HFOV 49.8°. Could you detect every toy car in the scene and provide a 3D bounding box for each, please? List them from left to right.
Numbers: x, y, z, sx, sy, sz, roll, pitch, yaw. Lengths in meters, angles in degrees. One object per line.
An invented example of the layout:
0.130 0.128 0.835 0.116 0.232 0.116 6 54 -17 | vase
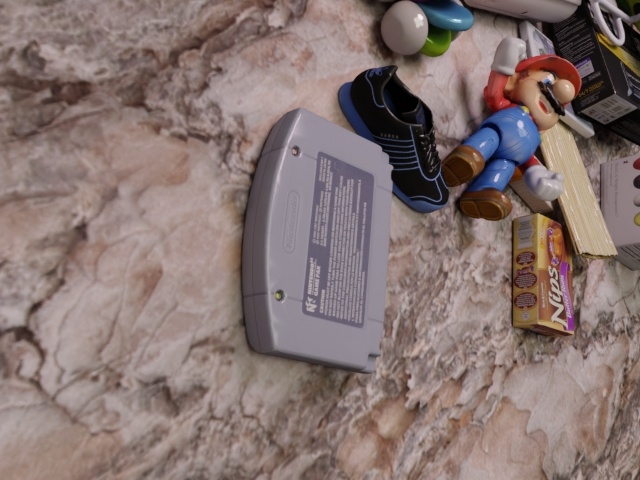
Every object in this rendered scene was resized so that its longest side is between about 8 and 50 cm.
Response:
0.160 -0.363 0.997 0.159 0.136 0.182 -26 98 -42 | toy car

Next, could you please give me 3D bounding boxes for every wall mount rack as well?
0.520 -0.547 1.254 0.304 0.130 0.350 6 67 -46 | wall mount rack

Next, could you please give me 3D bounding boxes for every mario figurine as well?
0.322 -0.187 1.076 0.321 0.170 0.198 -52 150 -28 | mario figurine

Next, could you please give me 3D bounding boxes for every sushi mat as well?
0.448 -0.117 1.238 0.151 0.019 0.317 2 68 -47 | sushi mat

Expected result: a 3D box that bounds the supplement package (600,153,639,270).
0.679 -0.065 1.354 0.149 0.203 0.194 23 65 -37 | supplement package

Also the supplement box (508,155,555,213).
0.368 -0.100 1.193 0.098 0.036 0.062 40 55 -28 | supplement box

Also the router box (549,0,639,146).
0.587 -0.335 1.379 0.308 0.081 0.243 11 62 -42 | router box

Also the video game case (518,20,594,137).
0.445 -0.301 1.296 0.190 0.022 0.173 21 56 -38 | video game case

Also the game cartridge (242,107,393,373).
0.000 0.000 0.832 0.196 0.060 0.295 22 67 -41 | game cartridge

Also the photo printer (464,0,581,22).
0.325 -0.523 1.201 0.307 0.107 0.256 -6 84 -43 | photo printer

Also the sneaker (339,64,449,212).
0.123 -0.134 0.944 0.232 0.090 0.081 49 53 -23 | sneaker

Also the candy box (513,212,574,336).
0.371 0.060 1.152 0.109 0.053 0.187 19 67 -38 | candy box

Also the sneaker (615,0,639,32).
0.664 -0.528 1.456 0.295 0.109 0.123 47 28 6 | sneaker
